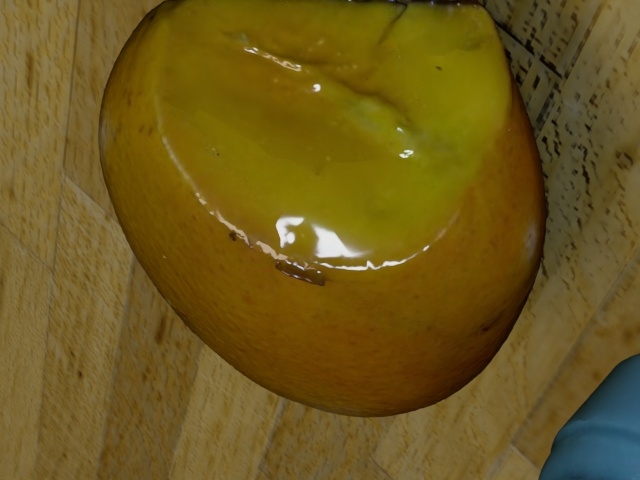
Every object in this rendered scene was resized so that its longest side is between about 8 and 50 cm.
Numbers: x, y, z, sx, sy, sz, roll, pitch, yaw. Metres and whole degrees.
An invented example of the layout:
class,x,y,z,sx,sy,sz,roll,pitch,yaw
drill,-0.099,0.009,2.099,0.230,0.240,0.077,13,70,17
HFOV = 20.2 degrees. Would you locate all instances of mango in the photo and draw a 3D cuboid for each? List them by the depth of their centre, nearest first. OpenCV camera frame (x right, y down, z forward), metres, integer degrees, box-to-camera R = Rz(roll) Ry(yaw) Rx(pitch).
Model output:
class,x,y,z,sx,sy,sz,roll,pitch,yaw
mango,0.000,0.000,0.756,0.187,0.138,0.257,18,160,10

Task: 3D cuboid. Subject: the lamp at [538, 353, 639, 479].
class,x,y,z,sx,sy,sz,roll,pitch,yaw
lamp,0.171,0.140,0.670,0.209,0.147,0.284,43,143,16
